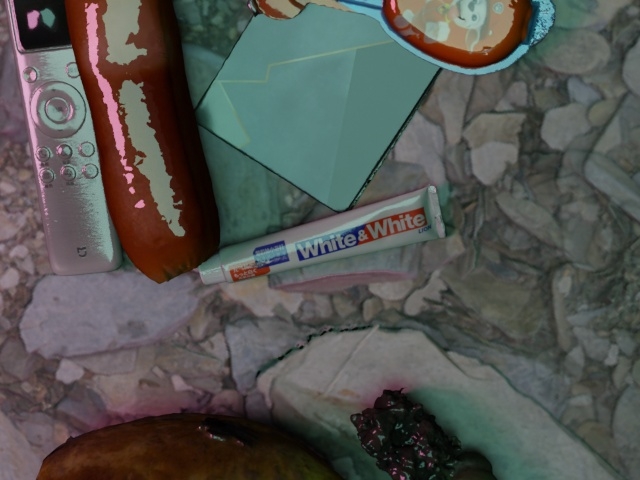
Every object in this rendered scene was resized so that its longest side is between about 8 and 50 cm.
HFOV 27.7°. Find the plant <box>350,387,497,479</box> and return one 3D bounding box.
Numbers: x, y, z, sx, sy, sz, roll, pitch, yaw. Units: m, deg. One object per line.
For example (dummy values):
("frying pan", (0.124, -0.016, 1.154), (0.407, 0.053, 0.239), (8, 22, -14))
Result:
("plant", (0.100, 0.199, 1.156), (0.174, 0.085, 0.087), (39, 127, -11))

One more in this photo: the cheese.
("cheese", (0.067, -0.202, 1.071), (0.256, 0.037, 0.106), (12, 103, 0))

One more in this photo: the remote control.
("remote control", (-0.222, -0.096, 1.124), (0.067, 0.029, 0.261), (-5, 103, 6))

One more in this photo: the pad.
("pad", (0.017, -0.160, 1.106), (0.163, 0.004, 0.243), (32, 104, -4))

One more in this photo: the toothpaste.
("toothpaste", (0.000, 0.000, 1.134), (0.218, 0.033, 0.052), (-14, 111, 4))

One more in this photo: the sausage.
("sausage", (-0.149, -0.113, 1.090), (0.089, 0.083, 0.300), (-7, 100, 15))

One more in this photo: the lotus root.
("lotus root", (-0.107, 0.244, 1.137), (0.290, 0.193, 0.193), (1, 104, 6))
